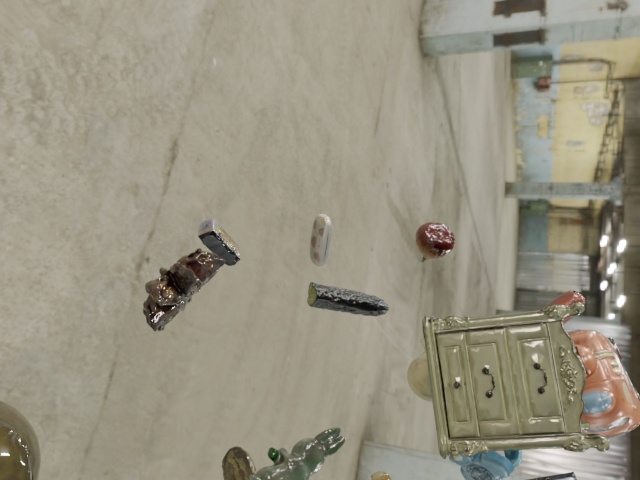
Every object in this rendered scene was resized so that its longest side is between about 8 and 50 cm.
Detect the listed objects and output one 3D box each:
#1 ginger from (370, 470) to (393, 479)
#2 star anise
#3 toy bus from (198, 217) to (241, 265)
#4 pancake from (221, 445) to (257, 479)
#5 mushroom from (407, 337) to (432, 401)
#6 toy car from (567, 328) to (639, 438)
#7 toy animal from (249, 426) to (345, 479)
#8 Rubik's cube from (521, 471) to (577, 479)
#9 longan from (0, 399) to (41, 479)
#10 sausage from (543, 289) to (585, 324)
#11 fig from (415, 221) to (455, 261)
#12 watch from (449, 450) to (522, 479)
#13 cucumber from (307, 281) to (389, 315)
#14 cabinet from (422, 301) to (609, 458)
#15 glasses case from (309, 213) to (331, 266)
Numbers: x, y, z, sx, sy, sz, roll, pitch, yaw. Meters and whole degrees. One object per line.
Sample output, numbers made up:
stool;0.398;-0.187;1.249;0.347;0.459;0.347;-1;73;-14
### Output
ginger;0.233;0.784;1.680;0.069;0.190;0.096;24;83;-57
star anise;-0.331;0.100;1.276;0.223;0.109;0.236;-43;-179;-13
toy bus;-0.284;0.005;1.536;0.172;0.057;0.072;57;17;-52
pancake;-0.285;0.906;1.998;0.049;0.294;0.295;-4;97;-35
mushroom;0.369;0.368;1.632;0.203;0.246;0.246;67;11;25
toy car;0.665;0.352;1.346;0.212;0.180;0.271;23;48;-56
toy animal;-0.049;0.562;1.368;0.251;0.125;0.127;-27;111;-25
Rubik's cube;0.475;0.741;1.268;0.284;0.288;0.294;98;-17;-47
longan;-0.755;0.484;1.093;0.361;0.360;0.361;2;90;-69
sausage;0.718;0.202;1.612;0.076;0.141;0.076;56;-2;4
fig;0.349;0.005;1.661;0.153;0.118;0.119;58;39;-71
watch;0.540;0.673;1.757;0.193;0.210;0.211;-44;134;-41
cucumber;0.091;0.176;1.573;0.300;0.072;0.072;13;78;-31
cabinet;0.403;0.291;1.169;0.227;0.317;0.290;26;57;-72
glasses case;0.000;0.000;1.615;0.041;0.063;0.164;-12;123;-35
